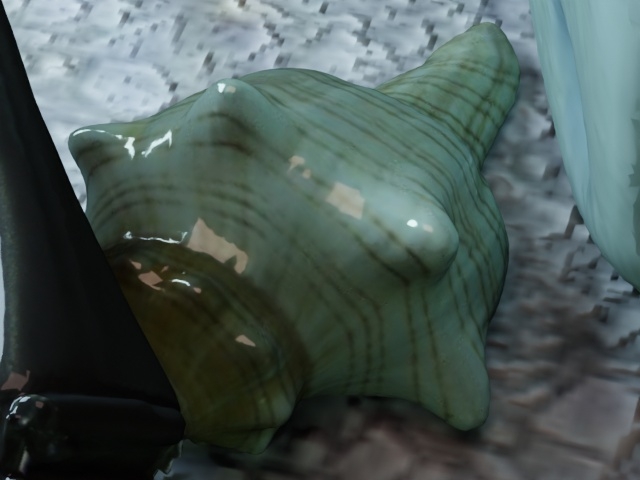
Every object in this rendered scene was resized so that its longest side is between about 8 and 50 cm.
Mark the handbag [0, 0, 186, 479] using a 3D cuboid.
[{"bbox_3d":[-0.131,0.025,0.470,0.080,0.223,0.247,9,42,-41],"label":"handbag"}]

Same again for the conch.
[{"bbox_3d":[0.000,0.001,0.518,0.234,0.114,0.137,-28,68,-17],"label":"conch"}]

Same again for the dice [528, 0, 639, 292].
[{"bbox_3d":[0.191,-0.138,0.485,0.264,0.268,0.263,-7,55,3],"label":"dice"}]
